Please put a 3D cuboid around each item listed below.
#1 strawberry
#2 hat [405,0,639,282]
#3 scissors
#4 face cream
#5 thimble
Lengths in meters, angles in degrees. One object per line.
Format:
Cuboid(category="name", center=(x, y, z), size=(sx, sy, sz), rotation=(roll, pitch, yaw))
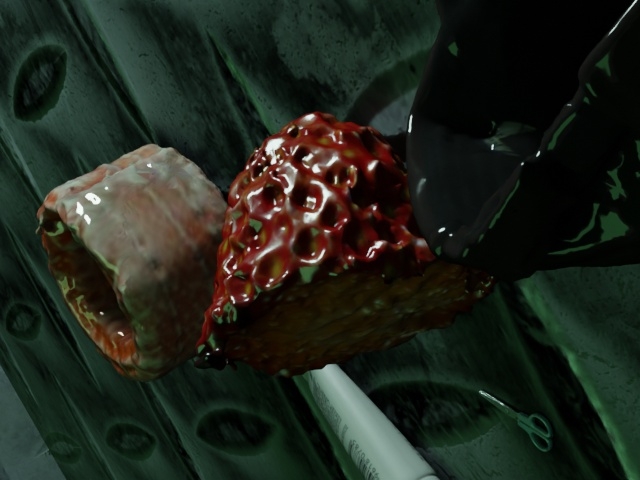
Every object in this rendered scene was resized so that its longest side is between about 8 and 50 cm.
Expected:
Cuboid(category="strawberry", center=(0.000, 0.000, 0.974), size=(0.234, 0.234, 0.178), rotation=(118, 141, -61))
Cuboid(category="hat", center=(0.169, -0.131, 0.587), size=(0.238, 0.209, 0.336), rotation=(-35, 46, 55))
Cuboid(category="scissors", center=(0.157, 0.141, 1.031), size=(0.083, 0.006, 0.036), rotation=(32, 141, 44))
Cuboid(category="face cream", center=(0.045, 0.190, 1.236), size=(0.243, 0.058, 0.092), rotation=(49, 159, 32))
Cuboid(category="thimble", center=(-0.182, 0.024, 1.337), size=(0.239, 0.162, 0.239), rotation=(42, 150, 31))
